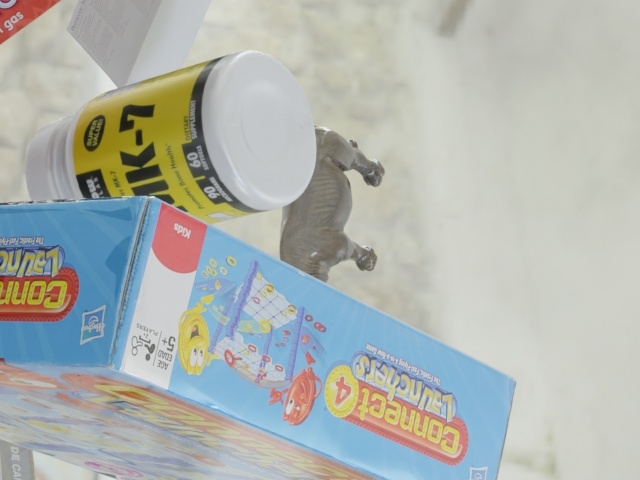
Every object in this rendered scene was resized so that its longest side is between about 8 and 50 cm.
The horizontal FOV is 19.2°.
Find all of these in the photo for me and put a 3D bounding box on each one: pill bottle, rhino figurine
[{"bbox_3d":[-0.117,-0.064,1.437,0.208,0.119,0.119,-13,-114,37],"label":"pill bottle"},{"bbox_3d":[0.000,0.000,1.861,0.073,0.106,0.243,-10,-111,40],"label":"rhino figurine"}]

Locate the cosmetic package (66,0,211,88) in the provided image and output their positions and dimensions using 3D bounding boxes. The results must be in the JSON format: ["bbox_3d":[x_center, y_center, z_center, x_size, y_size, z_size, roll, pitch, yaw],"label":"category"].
[{"bbox_3d":[-0.125,-0.246,1.568,0.099,0.060,0.239,47,-56,31],"label":"cosmetic package"}]

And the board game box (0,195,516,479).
[{"bbox_3d":[-0.102,0.071,1.069,0.302,0.308,0.086,-1,-110,43],"label":"board game box"}]

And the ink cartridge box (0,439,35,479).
[{"bbox_3d":[-0.427,0.146,1.819,0.130,0.271,0.309,126,-40,-55],"label":"ink cartridge box"}]

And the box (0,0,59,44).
[{"bbox_3d":[-0.285,-0.211,1.378,0.300,0.142,0.154,-36,-155,-1],"label":"box"}]
